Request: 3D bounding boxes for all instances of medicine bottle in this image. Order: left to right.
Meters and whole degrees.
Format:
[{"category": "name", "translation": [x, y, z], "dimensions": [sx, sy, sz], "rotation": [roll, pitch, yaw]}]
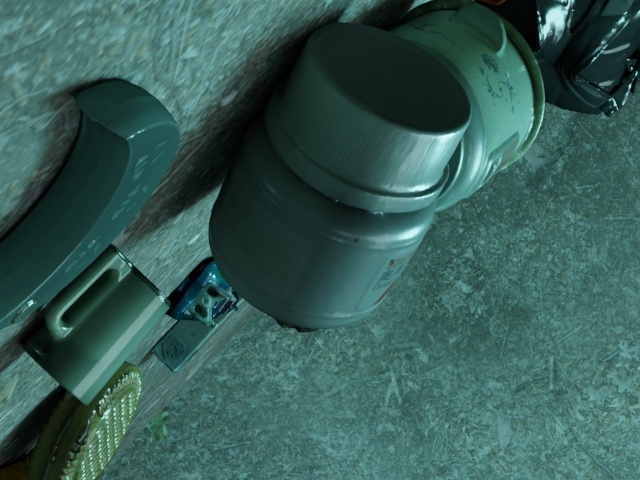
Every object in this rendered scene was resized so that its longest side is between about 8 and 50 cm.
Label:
[{"category": "medicine bottle", "translation": [0.020, -0.073, 1.152], "dimensions": [0.245, 0.245, 0.306], "rotation": [-41, 164, -51]}]

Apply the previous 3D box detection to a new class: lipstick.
[{"category": "lipstick", "translation": [-0.199, 0.124, 1.939], "dimensions": [0.317, 0.066, 0.068], "rotation": [-47, 174, -1]}]

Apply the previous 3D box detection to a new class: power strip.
[{"category": "power strip", "translation": [-0.198, -0.022, 0.779], "dimensions": [0.253, 0.054, 0.167], "rotation": [-50, 174, 24]}]

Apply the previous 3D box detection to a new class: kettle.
[{"category": "kettle", "translation": [-0.253, 0.088, 1.087], "dimensions": [0.148, 0.127, 0.098], "rotation": [-48, -152, -12]}]

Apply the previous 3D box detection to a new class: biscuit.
[{"category": "biscuit", "translation": [-0.363, 0.296, 1.527], "dimensions": [0.259, 0.079, 0.259], "rotation": [-60, 170, -18]}]

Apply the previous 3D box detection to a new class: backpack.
[{"category": "backpack", "translation": [0.461, -0.418, 1.874], "dimensions": [0.446, 0.363, 0.255], "rotation": [88, 20, -67]}]

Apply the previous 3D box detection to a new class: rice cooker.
[{"category": "rice cooker", "translation": [0.158, -0.184, 1.362], "dimensions": [0.317, 0.264, 0.317], "rotation": [-49, 165, -19]}]

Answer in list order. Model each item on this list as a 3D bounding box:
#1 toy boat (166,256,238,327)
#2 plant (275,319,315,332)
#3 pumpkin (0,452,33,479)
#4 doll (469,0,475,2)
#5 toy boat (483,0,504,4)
[{"category": "toy boat", "translation": [-0.189, 0.105, 1.753], "dimensions": [0.134, 0.092, 0.299], "rotation": [-50, 175, 1]}, {"category": "plant", "translation": [0.000, 0.000, 1.751], "dimensions": [0.312, 0.215, 0.213], "rotation": [-58, 180, 37]}, {"category": "pumpkin", "translation": [-0.497, 0.414, 1.612], "dimensions": [0.139, 0.190, 0.281], "rotation": [-49, -142, 19]}, {"category": "doll", "translation": [0.218, -0.351, 1.621], "dimensions": [0.152, 0.085, 0.114], "rotation": [-29, 146, -41]}, {"category": "toy boat", "translation": [0.141, -0.312, 0.933], "dimensions": [0.332, 0.145, 0.133], "rotation": [-37, 147, -75]}]
